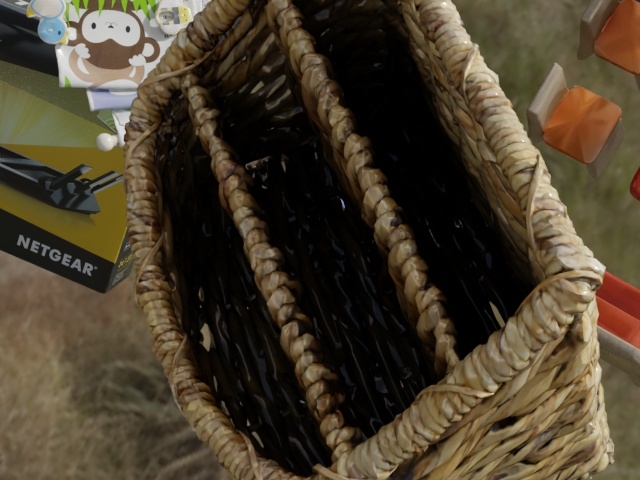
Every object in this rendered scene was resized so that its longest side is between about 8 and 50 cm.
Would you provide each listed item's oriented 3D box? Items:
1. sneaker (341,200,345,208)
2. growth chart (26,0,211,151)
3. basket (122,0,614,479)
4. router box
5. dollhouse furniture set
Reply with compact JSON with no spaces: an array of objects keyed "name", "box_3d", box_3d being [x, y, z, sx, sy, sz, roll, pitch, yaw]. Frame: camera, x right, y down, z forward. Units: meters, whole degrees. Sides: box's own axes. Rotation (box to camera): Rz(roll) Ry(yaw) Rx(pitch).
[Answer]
[{"name":"sneaker","box_3d":[0.044,0.039,1.698,0.131,0.296,0.112,-37,27,-29]},{"name":"growth chart","box_3d":[-0.162,-0.192,1.247,0.172,0.021,0.237,-17,93,-17]},{"name":"basket","box_3d":[0.000,0.000,0.764,0.214,0.223,0.299,-23,58,0]},{"name":"router box","box_3d":[-0.308,-0.118,1.486,0.309,0.242,0.081,22,17,6]},{"name":"dollhouse furniture set","box_3d":[0.255,-0.030,0.992,0.262,0.259,0.135,30,-5,15]}]
